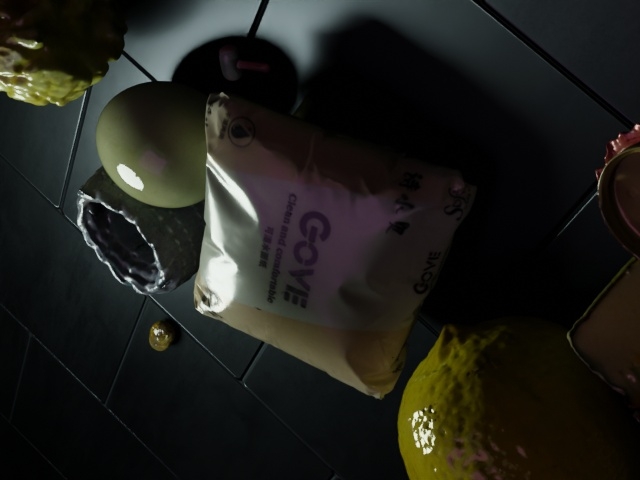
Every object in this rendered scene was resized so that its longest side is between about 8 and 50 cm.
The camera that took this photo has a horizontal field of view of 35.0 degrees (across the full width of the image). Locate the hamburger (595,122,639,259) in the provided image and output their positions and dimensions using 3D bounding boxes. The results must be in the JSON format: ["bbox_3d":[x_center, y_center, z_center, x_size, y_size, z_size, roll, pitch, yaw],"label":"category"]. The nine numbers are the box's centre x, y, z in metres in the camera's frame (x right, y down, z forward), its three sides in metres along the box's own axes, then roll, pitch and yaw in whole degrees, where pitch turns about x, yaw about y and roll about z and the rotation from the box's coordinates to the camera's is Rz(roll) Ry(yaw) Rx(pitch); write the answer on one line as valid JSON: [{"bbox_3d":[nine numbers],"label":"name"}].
[{"bbox_3d":[0.386,-0.059,1.061,0.175,0.137,0.175,27,133,32],"label":"hamburger"}]

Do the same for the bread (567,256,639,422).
[{"bbox_3d":[0.421,0.125,1.145,0.240,0.178,0.135,41,142,14],"label":"bread"}]

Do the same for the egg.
[{"bbox_3d":[-0.240,-0.149,1.540,0.253,0.188,0.189,26,137,44],"label":"egg"}]

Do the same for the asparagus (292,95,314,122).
[{"bbox_3d":[-0.040,-0.133,1.480,0.045,0.041,0.178,28,136,14],"label":"asparagus"}]

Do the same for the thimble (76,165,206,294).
[{"bbox_3d":[-0.283,-0.033,1.687,0.236,0.172,0.205,51,139,0],"label":"thimble"}]

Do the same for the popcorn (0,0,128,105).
[{"bbox_3d":[-0.410,-0.327,1.525,0.225,0.249,0.249,-8,115,37],"label":"popcorn"}]

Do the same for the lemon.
[{"bbox_3d":[0.257,0.262,1.309,0.336,0.336,0.336,25,135,27],"label":"lemon"}]

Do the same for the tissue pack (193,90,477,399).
[{"bbox_3d":[0.000,0.000,1.420,0.390,0.195,0.376,20,125,15],"label":"tissue pack"}]

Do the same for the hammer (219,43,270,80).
[{"bbox_3d":[-0.107,-0.252,1.458,0.083,0.031,0.053,13,132,29],"label":"hammer"}]

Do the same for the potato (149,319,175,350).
[{"bbox_3d":[-0.313,0.188,1.995,0.051,0.040,0.083,45,140,13],"label":"potato"}]
